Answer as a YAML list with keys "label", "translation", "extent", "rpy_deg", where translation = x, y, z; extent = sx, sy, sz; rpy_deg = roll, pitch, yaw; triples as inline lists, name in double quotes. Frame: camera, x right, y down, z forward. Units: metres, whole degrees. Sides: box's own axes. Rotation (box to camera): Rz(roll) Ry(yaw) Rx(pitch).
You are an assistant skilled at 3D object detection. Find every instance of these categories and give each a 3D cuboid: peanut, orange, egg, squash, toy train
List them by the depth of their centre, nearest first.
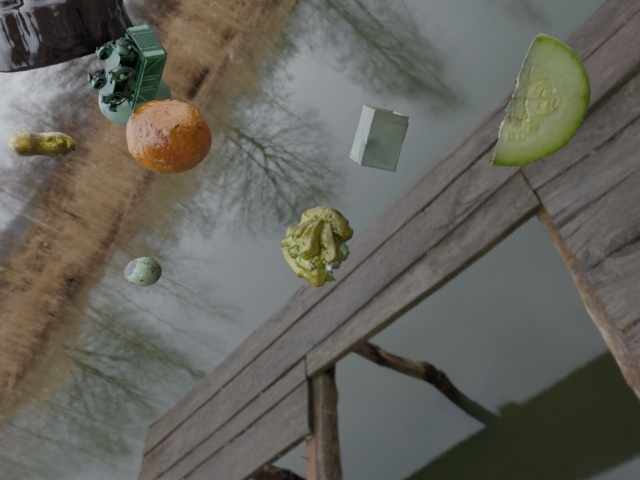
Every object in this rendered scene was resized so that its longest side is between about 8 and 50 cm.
- label: "squash"
  translation: [0.425, -0.258, 1.077]
  extent: [0.155, 0.204, 0.236]
  rpy_deg: [-102, 25, -66]
- label: "orange"
  translation: [-0.349, -0.237, 1.306]
  extent: [0.193, 0.194, 0.161]
  rpy_deg: [-95, 10, -53]
- label: "toy train"
  translation: [-0.500, -0.438, 1.455]
  extent: [0.154, 0.115, 0.269]
  rpy_deg: [-31, -7, -34]
- label: "egg"
  translation: [-0.510, 0.089, 1.618]
  extent: [0.085, 0.111, 0.085]
  rpy_deg: [2, -90, -79]
- label: "egg"
  translation: [-0.585, -0.450, 1.784]
  extent: [0.231, 0.167, 0.168]
  rpy_deg: [-13, 37, 6]
- label: "peanut"
  translation: [-0.931, -0.322, 1.892]
  extent: [0.087, 0.207, 0.087]
  rpy_deg: [10, 102, 54]

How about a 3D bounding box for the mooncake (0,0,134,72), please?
- label: "mooncake"
  translation: [-0.686, -0.578, 1.477]
  extent: [0.351, 0.212, 0.381]
  rpy_deg: [22, 45, 38]

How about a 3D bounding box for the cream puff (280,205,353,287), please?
- label: "cream puff"
  translation: [-0.005, -0.003, 1.477]
  extent: [0.194, 0.195, 0.221]
  rpy_deg: [-47, 3, 26]

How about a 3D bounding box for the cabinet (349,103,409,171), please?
- label: "cabinet"
  translation: [0.220, -0.381, 2.094]
  extent: [0.145, 0.150, 0.205]
  rpy_deg: [-123, 44, -65]
